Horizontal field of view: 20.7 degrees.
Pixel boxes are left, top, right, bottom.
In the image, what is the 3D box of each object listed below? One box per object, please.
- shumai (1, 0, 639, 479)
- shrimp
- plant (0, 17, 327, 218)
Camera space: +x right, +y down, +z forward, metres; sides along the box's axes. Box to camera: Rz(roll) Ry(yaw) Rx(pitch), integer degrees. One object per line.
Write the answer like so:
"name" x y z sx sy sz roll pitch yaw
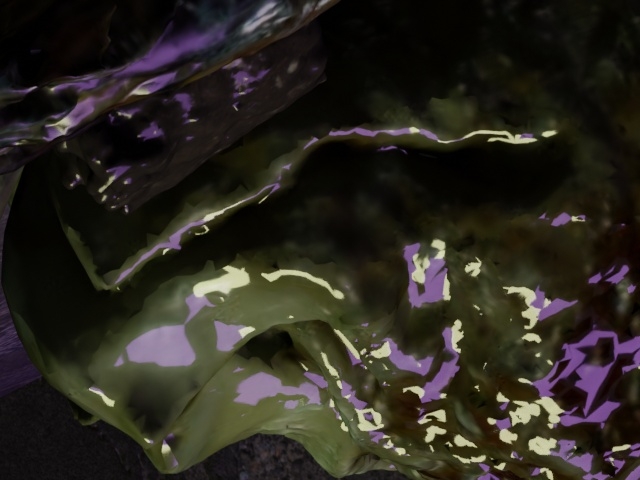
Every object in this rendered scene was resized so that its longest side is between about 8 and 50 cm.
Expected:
"shumai" 0.000 0.000 0.923 0.348 0.395 0.395 -13 171 -25
"shrimp" -0.025 -0.138 0.595 0.365 0.071 0.233 -33 162 -18
"plant" -0.104 -0.077 0.750 0.203 0.131 0.142 -33 179 -15
